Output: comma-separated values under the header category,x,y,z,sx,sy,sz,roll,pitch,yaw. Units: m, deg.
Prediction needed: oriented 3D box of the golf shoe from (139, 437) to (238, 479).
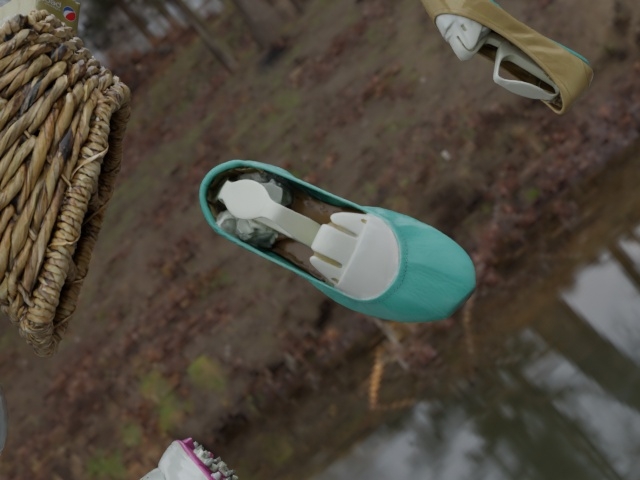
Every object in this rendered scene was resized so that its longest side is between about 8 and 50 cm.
category,x,y,z,sx,sy,sz,roll,pitch,yaw
golf shoe,-0.069,0.305,1.142,0.140,0.306,0.115,-39,-36,-4

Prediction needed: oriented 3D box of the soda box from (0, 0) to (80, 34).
category,x,y,z,sx,sy,sz,roll,pitch,yaw
soda box,-0.347,-0.218,1.589,0.181,0.058,0.061,-19,60,41

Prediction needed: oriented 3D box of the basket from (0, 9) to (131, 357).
category,x,y,z,sx,sy,sz,roll,pitch,yaw
basket,-0.239,-0.047,1.276,0.213,0.223,0.299,-40,-3,-13

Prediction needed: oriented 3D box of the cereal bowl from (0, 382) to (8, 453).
category,x,y,z,sx,sy,sz,roll,pitch,yaw
cereal bowl,-0.438,0.132,1.181,0.339,0.141,0.339,-6,28,3

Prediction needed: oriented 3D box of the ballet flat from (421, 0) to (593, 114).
category,x,y,z,sx,sy,sz,roll,pitch,yaw
ballet flat,0.197,-0.220,1.598,0.073,0.232,0.080,-60,0,-20

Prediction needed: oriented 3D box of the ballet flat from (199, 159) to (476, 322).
category,x,y,z,sx,sy,sz,roll,pitch,yaw
ballet flat,0.000,0.000,1.096,0.087,0.247,0.083,14,-83,-57
